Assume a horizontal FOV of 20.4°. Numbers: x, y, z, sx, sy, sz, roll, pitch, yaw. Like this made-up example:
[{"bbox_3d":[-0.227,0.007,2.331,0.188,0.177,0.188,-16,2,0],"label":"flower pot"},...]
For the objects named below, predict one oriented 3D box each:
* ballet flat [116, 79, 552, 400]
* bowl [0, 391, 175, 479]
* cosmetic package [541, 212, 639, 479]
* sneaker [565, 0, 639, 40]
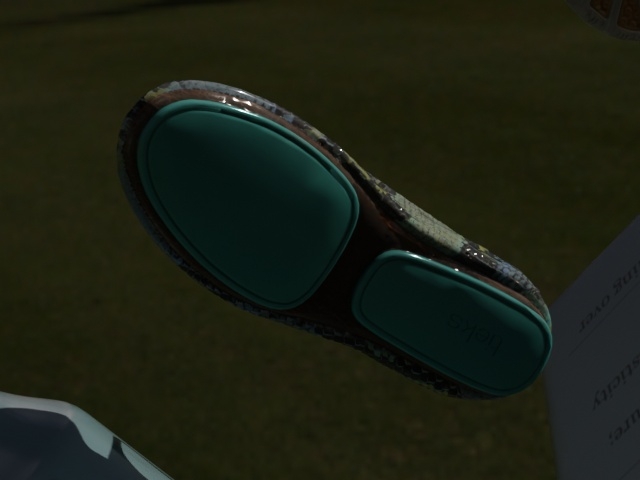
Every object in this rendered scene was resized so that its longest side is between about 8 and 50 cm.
[{"bbox_3d":[0.000,0.000,0.629,0.188,0.070,0.070,35,-10,-28],"label":"ballet flat"},{"bbox_3d":[-0.153,0.168,0.649,0.311,0.163,0.311,-29,11,6],"label":"bowl"},{"bbox_3d":[0.331,0.124,0.787,0.327,0.329,0.393,31,31,-19],"label":"cosmetic package"},{"bbox_3d":[0.079,-0.065,0.447,0.083,0.032,0.037,27,10,-30],"label":"sneaker"}]
